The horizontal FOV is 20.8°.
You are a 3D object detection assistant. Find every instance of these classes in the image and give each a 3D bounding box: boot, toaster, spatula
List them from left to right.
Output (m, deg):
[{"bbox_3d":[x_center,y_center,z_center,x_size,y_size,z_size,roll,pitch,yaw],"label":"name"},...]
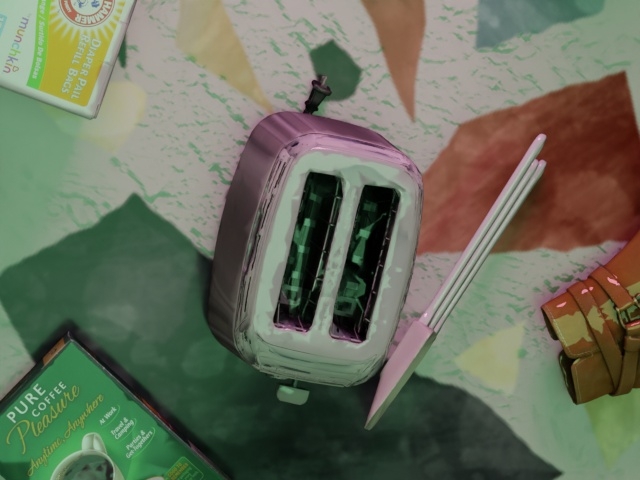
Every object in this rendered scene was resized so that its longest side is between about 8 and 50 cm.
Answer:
[{"bbox_3d":[0.000,0.000,1.246,0.129,0.146,0.227,13,96,-13],"label":"toaster"},{"bbox_3d":[0.101,0.034,1.265,0.019,0.168,0.242,34,88,10],"label":"spatula"},{"bbox_3d":[0.239,0.024,1.332,0.152,0.073,0.197,-18,99,-3],"label":"boot"}]

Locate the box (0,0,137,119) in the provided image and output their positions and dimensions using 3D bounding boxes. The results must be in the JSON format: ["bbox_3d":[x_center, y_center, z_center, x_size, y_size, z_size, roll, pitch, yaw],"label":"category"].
[{"bbox_3d":[-0.233,-0.172,1.198,0.203,0.103,0.114,20,96,-13],"label":"box"}]

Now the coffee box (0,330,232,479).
[{"bbox_3d":[-0.159,0.168,1.299,0.184,0.040,0.113,43,90,-14],"label":"coffee box"}]
